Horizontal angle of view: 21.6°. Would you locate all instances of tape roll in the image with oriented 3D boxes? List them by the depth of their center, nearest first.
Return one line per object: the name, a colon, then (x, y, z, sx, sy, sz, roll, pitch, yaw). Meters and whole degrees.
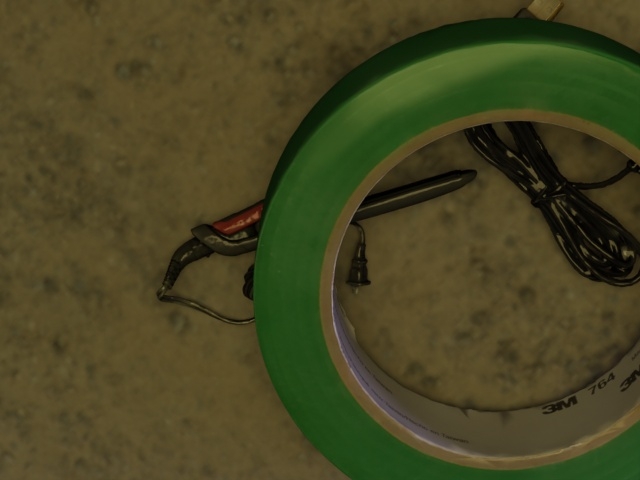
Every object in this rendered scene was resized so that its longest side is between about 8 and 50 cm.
tape roll: (0.118, 0.022, 1.068, 0.321, 0.077, 0.321, 0, 109, 1)

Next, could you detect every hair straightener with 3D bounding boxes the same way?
hair straightener: (0.000, 0.000, 1.118, 0.230, 0.047, 0.089, -25, 94, 3)

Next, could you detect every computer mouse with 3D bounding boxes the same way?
computer mouse: (0.220, -0.114, 1.100, 0.184, 0.060, 0.262, 43, 106, -7)
